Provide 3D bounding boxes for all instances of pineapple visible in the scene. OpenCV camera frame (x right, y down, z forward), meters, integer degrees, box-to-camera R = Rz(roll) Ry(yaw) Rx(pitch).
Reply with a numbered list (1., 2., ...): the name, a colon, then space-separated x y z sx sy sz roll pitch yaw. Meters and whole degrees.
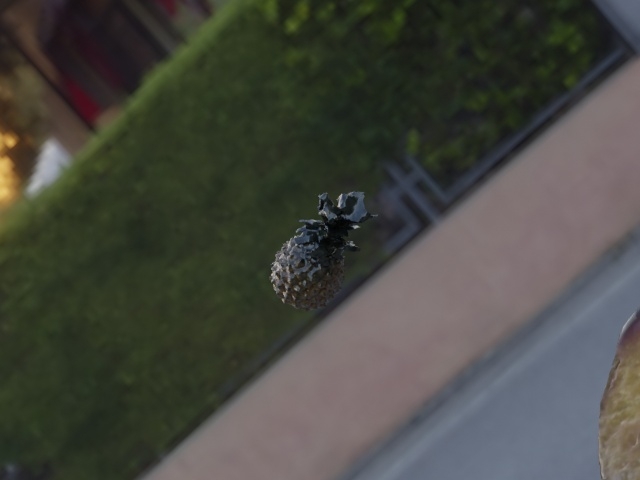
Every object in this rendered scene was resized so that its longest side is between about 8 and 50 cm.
1. pineapple: 0.000 0.000 1.210 0.058 0.058 0.124 -46 -13 -35

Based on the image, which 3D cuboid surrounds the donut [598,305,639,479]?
1. donut: 0.235 0.111 0.962 0.152 0.101 0.259 -35 39 28
